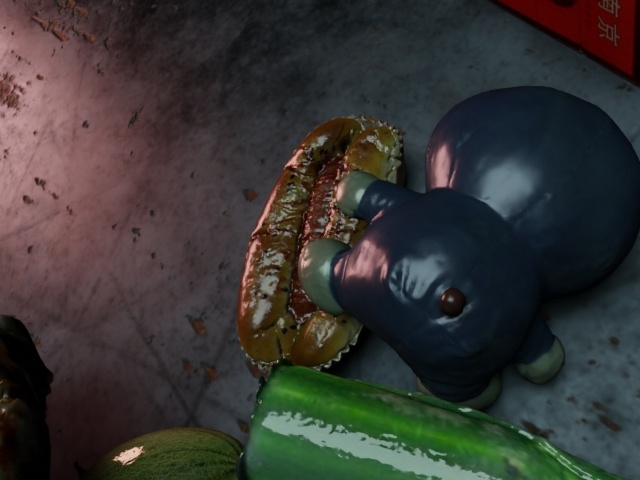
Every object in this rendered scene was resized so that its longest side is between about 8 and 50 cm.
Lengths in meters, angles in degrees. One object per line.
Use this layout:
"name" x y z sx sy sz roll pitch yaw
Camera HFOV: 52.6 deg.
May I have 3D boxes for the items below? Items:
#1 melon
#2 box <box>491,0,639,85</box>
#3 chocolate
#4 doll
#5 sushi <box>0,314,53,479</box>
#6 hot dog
"melon" -0.137 0.232 0.531 0.192 0.139 0.139 -32 57 10
"box" 0.223 -0.261 0.595 0.074 0.153 0.240 -41 57 -4
"chocolate" 0.091 0.169 0.470 0.291 0.110 0.110 10 71 22
"doll" 0.133 -0.008 0.514 0.228 0.154 0.258 42 71 6
"sushi" -0.325 0.256 0.516 0.417 0.175 0.418 -22 63 53
"hot dog" 0.000 0.000 0.618 0.144 0.075 0.268 7 72 24
